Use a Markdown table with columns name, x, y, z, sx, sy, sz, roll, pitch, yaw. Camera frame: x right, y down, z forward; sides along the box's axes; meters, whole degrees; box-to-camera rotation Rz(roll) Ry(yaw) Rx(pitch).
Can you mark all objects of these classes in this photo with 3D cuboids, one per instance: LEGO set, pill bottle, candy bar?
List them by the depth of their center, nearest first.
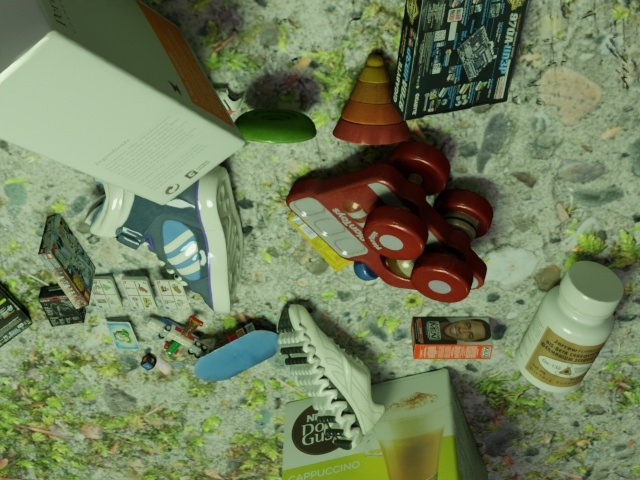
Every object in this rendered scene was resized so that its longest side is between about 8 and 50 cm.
| name | x | y | z | sx | sy | sz | roll | pitch | yaw |
| --- | --- | --- | --- | --- | --- | --- | --- | --- | --- |
| candy bar | 0.000 | 0.000 | 1.981 | 0.040 | 0.018 | 0.161 | -29 | 126 | 19 |
| pill bottle | 0.442 | 0.151 | 2.051 | 0.131 | 0.131 | 0.229 | 10 | 132 | -10 |
| LEGO set | -0.300 | 0.143 | 2.107 | 0.182 | 0.060 | 0.244 | 0 | 133 | 16 |

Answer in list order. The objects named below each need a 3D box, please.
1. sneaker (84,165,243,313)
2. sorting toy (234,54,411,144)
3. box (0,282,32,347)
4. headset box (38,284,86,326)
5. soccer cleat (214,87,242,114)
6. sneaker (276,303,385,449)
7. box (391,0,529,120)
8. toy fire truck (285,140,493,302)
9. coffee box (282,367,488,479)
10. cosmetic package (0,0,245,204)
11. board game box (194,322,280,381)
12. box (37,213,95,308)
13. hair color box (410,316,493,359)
| name | x | y | z | sx | sy | sz | roll | pitch | yaw |
| --- | --- | --- | --- | --- | --- | --- | --- | --- | --- |
| sneaker | -0.260 | -0.012 | 1.907 | 0.236 | 0.130 | 0.322 | 5 | 138 | 8 |
| sorting toy | -0.042 | -0.216 | 1.731 | 0.366 | 0.127 | 0.126 | 0 | 110 | -8 |
| box | -0.634 | 0.137 | 2.033 | 0.191 | 0.045 | 0.184 | -37 | 126 | -2 |
| headset box | -0.460 | 0.112 | 2.068 | 0.062 | 0.032 | 0.083 | -9 | 132 | 6 |
| soccer cleat | -0.158 | -0.221 | 1.768 | 0.083 | 0.029 | 0.035 | 23 | 120 | -25 |
| sneaker | 0.018 | 0.234 | 2.123 | 0.110 | 0.118 | 0.292 | -2 | 119 | 61 |
| box | 0.200 | -0.283 | 1.660 | 0.175 | 0.051 | 0.220 | -13 | 136 | -18 |
| toy fire truck | 0.120 | -0.013 | 1.897 | 0.254 | 0.169 | 0.302 | -11 | 136 | 43 |
| coffee box | 0.135 | 0.500 | 2.232 | 0.338 | 0.334 | 0.338 | -14 | 130 | 13 |
| cosmetic package | -0.302 | -0.222 | 1.479 | 0.161 | 0.230 | 0.453 | -36 | 158 | 14 |
| board game box | -0.157 | 0.202 | 2.145 | 0.169 | 0.033 | 0.133 | -27 | 151 | 4 |
| box | -0.425 | 0.036 | 1.956 | 0.027 | 0.094 | 0.137 | -15 | 131 | 12 |
| hair color box | 0.238 | 0.177 | 2.113 | 0.141 | 0.072 | 0.043 | 0 | 133 | -2 |
